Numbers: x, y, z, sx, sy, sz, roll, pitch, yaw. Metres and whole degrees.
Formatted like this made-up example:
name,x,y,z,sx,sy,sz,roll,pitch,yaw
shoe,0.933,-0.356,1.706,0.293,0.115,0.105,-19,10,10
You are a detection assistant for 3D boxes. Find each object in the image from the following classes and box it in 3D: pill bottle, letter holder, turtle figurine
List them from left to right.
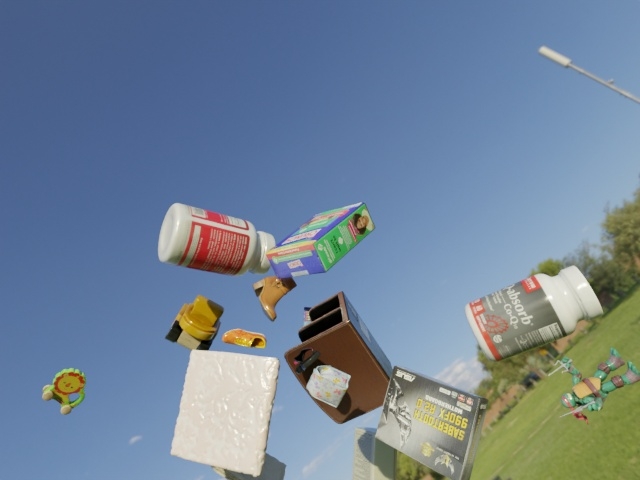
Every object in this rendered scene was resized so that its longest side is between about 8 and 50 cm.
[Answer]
name,x,y,z,sx,sy,sz,roll,pitch,yaw
pill bottle,-0.392,0.013,1.706,0.407,0.229,0.229,15,-59,-31
letter holder,0.052,0.336,1.238,0.214,0.152,0.302,-30,-68,9
pill bottle,0.674,0.233,1.420,0.362,0.210,0.210,-28,-26,18
turtle figurine,0.734,0.396,1.209,0.234,0.175,0.118,-34,-59,8

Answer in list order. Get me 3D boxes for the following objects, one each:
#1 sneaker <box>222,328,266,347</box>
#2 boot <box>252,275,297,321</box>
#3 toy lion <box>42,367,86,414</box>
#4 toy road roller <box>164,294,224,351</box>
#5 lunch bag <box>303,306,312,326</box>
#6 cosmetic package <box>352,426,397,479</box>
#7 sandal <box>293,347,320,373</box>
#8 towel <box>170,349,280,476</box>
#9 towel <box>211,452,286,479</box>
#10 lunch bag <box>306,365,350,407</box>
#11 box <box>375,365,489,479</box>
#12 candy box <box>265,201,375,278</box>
name,x,y,z,sx,sy,sz,roll,pitch,yaw
sneaker,-0.295,0.385,1.724,0.174,0.067,0.064,5,-81,-12
boot,-0.156,0.199,1.638,0.152,0.197,0.073,-21,-41,-13
toy lion,-0.616,0.363,1.081,0.096,0.034,0.100,-35,-58,-12
toy road roller,-0.550,0.360,2.045,0.241,0.202,0.329,-57,11,8
lunch bag,0.000,0.439,1.806,0.138,0.221,0.293,-1,-38,-1
cosmetic package,0.207,0.902,1.713,0.113,0.310,0.160,12,-17,-23
sandal,-0.036,0.281,1.059,0.067,0.040,0.179,-43,-10,-20
towel,-0.292,0.518,1.367,0.053,0.316,0.332,46,-131,-63
towel,-0.270,0.878,1.710,0.049,0.282,0.187,-58,-1,17
lunch bag,0.016,0.323,0.996,0.053,0.083,0.071,-64,-4,-62
box,0.253,0.417,1.030,0.056,0.231,0.183,24,-100,-44
candy box,0.000,0.000,1.592,0.268,0.122,0.317,-12,22,46
